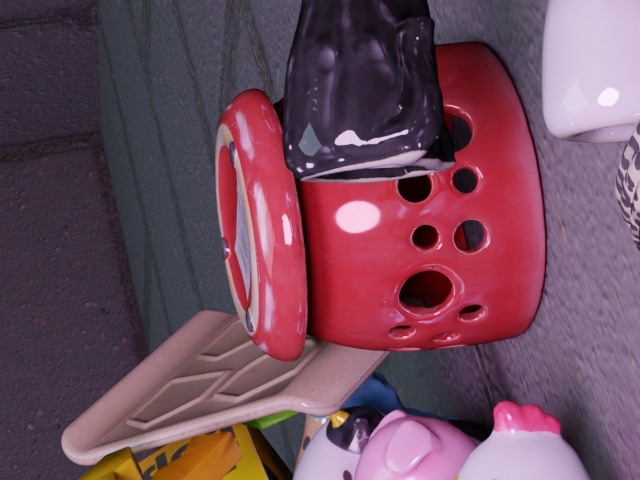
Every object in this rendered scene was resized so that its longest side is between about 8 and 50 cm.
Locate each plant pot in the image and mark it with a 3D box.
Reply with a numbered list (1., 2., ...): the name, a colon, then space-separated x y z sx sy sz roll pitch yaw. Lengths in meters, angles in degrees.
1. plant pot: 0.029 -0.022 1.084 0.191 0.174 0.191 173 90 -80

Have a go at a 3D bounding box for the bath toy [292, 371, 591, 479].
1. bath toy: 0.073 0.147 1.047 0.348 0.151 0.129 -175 72 -75

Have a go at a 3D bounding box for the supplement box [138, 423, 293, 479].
1. supplement box: -0.030 0.328 1.233 0.356 0.194 0.195 57 -179 -28

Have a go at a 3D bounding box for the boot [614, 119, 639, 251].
1. boot: 0.172 0.001 0.629 0.236 0.085 0.179 100 161 -58

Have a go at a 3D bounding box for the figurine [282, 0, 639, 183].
1. figurine: 0.075 -0.143 0.789 0.092 0.215 0.209 -1 -96 -59

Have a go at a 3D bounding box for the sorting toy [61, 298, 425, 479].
1. sorting toy: -0.061 0.107 1.170 0.307 0.229 0.041 -43 -67 -51
